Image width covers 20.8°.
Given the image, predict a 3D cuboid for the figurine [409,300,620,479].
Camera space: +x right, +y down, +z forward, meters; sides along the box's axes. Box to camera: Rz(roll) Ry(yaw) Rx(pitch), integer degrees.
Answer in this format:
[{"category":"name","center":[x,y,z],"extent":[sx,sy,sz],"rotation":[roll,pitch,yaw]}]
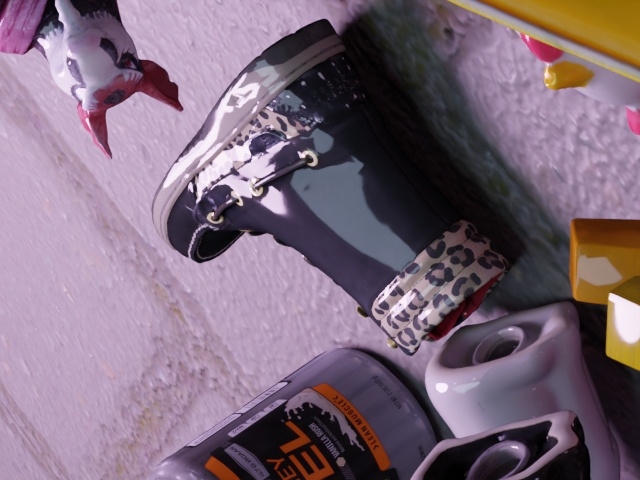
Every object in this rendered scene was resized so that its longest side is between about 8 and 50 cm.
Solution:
[{"category":"figurine","center":[0.128,0.163,0.894],"extent":[0.092,0.215,0.209],"rotation":[-22,107,15]}]

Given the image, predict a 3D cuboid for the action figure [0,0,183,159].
[{"category":"action figure","center":[-0.196,-0.211,0.937],"extent":[0.275,0.248,0.370],"rotation":[-6,110,57]}]

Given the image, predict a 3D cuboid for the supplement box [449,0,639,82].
[{"category":"supplement box","center":[0.188,-0.187,0.342],"extent":[0.195,0.194,0.357],"rotation":[30,113,37]}]

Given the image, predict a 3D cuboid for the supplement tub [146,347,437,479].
[{"category":"supplement tub","center":[-0.028,0.159,1.080],"extent":[0.117,0.190,0.117],"rotation":[35,142,32]}]

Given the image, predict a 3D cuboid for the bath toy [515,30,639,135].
[{"category":"bath toy","center":[0.187,-0.088,0.603],"extent":[0.348,0.151,0.129],"rotation":[10,120,54]}]

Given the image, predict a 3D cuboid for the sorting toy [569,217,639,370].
[{"category":"sorting toy","center":[0.224,0.014,0.452],"extent":[0.307,0.229,0.041],"rotation":[1,105,4]}]

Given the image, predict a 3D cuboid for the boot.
[{"category":"boot","center":[-0.001,0.000,1.007],"extent":[0.178,0.085,0.236],"rotation":[50,148,8]}]
